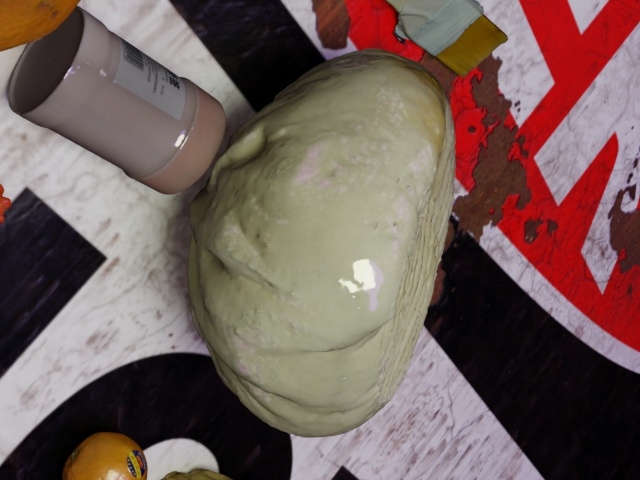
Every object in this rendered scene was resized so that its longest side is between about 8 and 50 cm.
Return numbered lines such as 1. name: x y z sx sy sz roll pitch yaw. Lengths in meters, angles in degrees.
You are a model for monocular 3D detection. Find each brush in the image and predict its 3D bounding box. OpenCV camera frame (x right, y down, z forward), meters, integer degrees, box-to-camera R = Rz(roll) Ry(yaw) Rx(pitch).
1. brush: 0.073 -0.264 0.884 0.085 0.020 0.337 -40 138 26

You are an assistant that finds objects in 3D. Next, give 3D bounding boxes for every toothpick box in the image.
1. toothpick box: -0.164 -0.111 0.710 0.149 0.098 0.098 31 87 -43

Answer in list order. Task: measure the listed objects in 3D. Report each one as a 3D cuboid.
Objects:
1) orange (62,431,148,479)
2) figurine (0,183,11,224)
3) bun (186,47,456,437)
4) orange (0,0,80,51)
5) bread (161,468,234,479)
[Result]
1. orange: -0.207 0.225 0.828 0.084 0.084 0.083 -17 118 -35
2. figurine: -0.339 -0.050 0.585 0.138 0.110 0.245 -53 125 -14
3. bun: 0.000 0.000 0.805 0.365 0.220 0.365 15 90 -77
4. orange: -0.239 -0.226 0.550 0.224 0.170 0.224 -18 120 -33
5. bread: -0.121 0.363 0.916 0.240 0.139 0.239 -17 118 -34
